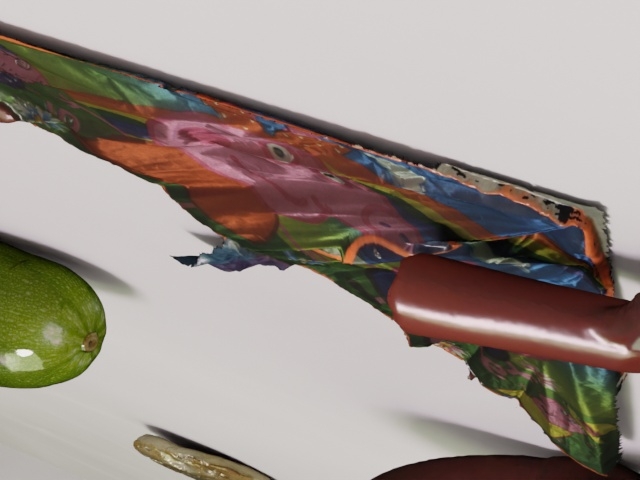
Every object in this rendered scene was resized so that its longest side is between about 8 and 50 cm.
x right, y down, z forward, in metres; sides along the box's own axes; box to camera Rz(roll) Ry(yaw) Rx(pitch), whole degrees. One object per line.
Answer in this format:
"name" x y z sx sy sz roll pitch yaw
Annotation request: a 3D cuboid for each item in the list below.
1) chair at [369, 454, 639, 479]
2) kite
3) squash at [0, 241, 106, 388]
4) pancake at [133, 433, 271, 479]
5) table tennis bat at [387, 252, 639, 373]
"chair" 0.168 0.231 0.624 0.401 0.226 0.226 26 167 -5
"kite" 0.000 0.000 0.453 0.321 0.016 0.234 30 166 -22
"squash" -0.193 0.020 0.771 0.252 0.066 0.066 16 165 37
"pancake" -0.086 0.183 1.325 0.139 0.022 0.139 22 168 5
"table tennis bat" 0.090 0.025 0.371 0.154 0.019 0.098 10 163 22
